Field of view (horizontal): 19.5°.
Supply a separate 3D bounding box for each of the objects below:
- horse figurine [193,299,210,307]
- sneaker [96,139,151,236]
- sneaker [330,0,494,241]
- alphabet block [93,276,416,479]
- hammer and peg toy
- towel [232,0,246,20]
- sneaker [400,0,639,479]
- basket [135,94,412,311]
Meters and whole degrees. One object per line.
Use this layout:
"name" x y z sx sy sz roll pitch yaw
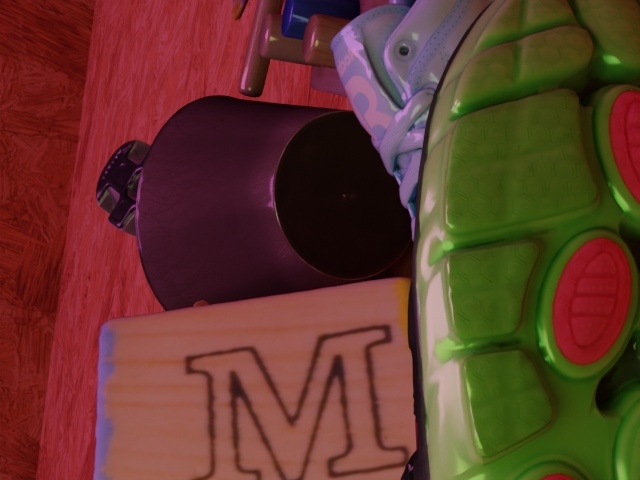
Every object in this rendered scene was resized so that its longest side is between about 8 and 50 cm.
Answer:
"horse figurine" -0.011 0.147 1.390 0.263 0.066 0.174 39 154 47
"sneaker" -0.084 0.009 1.834 0.122 0.146 0.330 -53 41 5
"sneaker" 0.072 -0.068 1.136 0.135 0.150 0.366 125 151 -62
"alphabet block" -0.021 0.159 1.140 0.192 0.197 0.193 76 -174 -46
"hammer and peg toy" 0.036 -0.231 1.448 0.361 0.127 0.266 -152 71 -76
"towel" -0.093 -0.312 2.261 0.083 0.009 0.060 121 155 -57
"sneaker" 0.095 0.098 0.865 0.202 0.185 0.483 155 125 -69
"basket" -0.032 -0.026 1.471 0.227 0.154 0.204 -5 81 62
